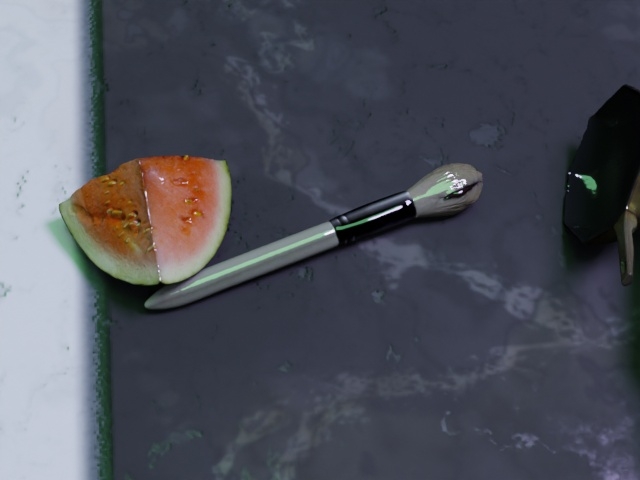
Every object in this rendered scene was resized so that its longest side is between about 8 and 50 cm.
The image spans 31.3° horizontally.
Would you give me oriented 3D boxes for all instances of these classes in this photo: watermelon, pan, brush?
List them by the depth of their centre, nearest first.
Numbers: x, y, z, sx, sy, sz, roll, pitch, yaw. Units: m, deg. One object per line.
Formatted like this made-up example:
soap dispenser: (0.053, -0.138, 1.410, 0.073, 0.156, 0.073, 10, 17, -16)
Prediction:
watermelon: (-0.129, -0.036, 0.905, 0.125, 0.094, 0.135, 31, 58, 33)
pan: (0.240, -0.025, 0.906, 0.048, 0.128, 0.202, 18, 61, -9)
brush: (0.000, 0.000, 0.923, 0.299, 0.039, 0.042, -22, 63, -15)
